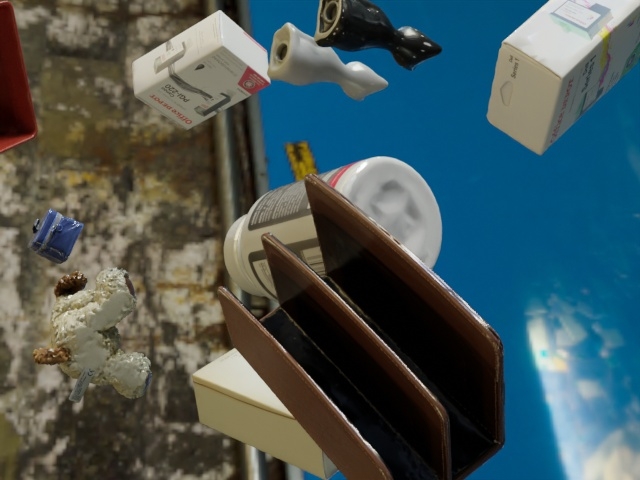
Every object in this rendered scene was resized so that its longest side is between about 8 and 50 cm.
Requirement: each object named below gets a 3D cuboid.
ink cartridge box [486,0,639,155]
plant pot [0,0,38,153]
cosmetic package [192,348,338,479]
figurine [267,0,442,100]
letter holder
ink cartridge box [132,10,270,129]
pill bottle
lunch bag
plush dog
[{"bbox_3d":[0.408,-0.301,1.440,0.117,0.278,0.201,40,-21,23],"label":"ink cartridge box"},{"bbox_3d":[-0.727,-0.289,1.662,0.267,0.235,0.267,-47,138,-58],"label":"plant pot"},{"bbox_3d":[-0.064,0.292,1.592,0.309,0.160,0.113,12,-62,38],"label":"cosmetic package"},{"bbox_3d":[0.053,-0.297,1.438,0.215,0.209,0.092,-25,-122,49],"label":"figurine"},{"bbox_3d":[0.031,0.101,0.912,0.302,0.152,0.214,43,-23,36],"label":"letter holder"},{"bbox_3d":[-0.229,-0.321,1.717,0.218,0.158,0.092,-22,-121,25],"label":"ink cartridge box"},{"bbox_3d":[0.000,0.000,1.235,0.318,0.176,0.176,-12,-106,53],"label":"pill bottle"},{"bbox_3d":[-0.402,-0.007,1.343,0.098,0.065,0.067,-16,-130,66],"label":"lunch bag"},{"bbox_3d":[-0.461,0.184,1.740,0.225,0.210,0.262,17,-61,65],"label":"plush dog"}]
